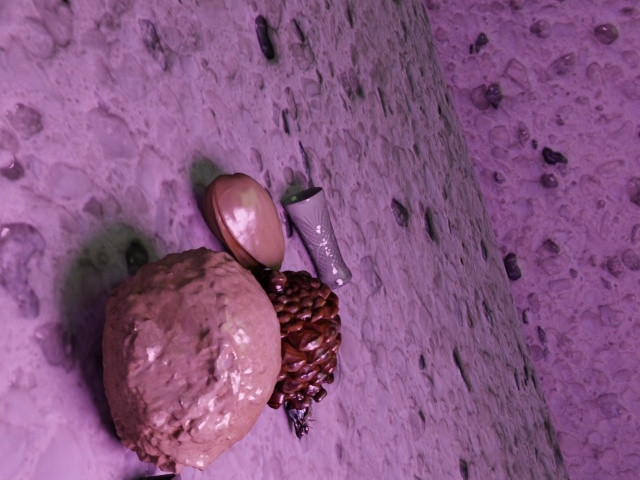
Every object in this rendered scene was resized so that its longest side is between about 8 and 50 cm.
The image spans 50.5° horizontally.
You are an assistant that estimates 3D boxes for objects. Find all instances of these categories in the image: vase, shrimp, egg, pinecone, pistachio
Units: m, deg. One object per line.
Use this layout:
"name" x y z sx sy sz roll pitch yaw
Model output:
"vase" 0.000 0.000 1.503 0.096 0.096 0.220 -46 119 -55
"shrimp" -0.049 0.301 1.328 0.082 0.076 0.174 103 -14 -61
"egg" -0.181 0.164 0.965 0.279 0.279 0.311 2 90 -58
"pinecone" -0.067 0.168 1.202 0.224 0.224 0.273 -64 154 -48
"pistachio" -0.138 -0.028 1.254 0.226 0.135 0.136 65 31 -32

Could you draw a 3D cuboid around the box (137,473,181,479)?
"box" -0.236 0.368 0.958 0.063 0.084 0.060 -23 96 -65
